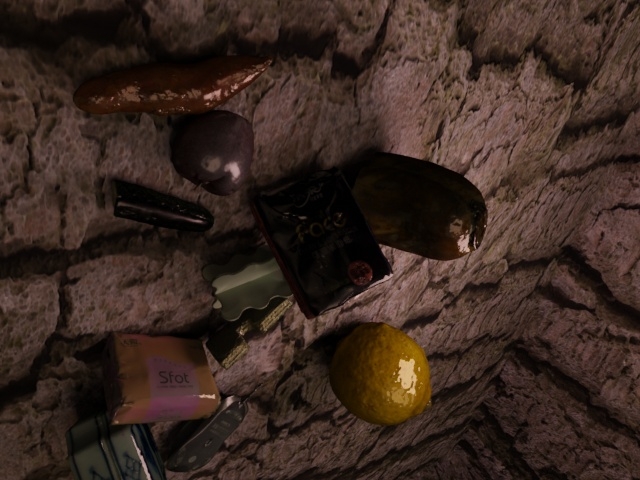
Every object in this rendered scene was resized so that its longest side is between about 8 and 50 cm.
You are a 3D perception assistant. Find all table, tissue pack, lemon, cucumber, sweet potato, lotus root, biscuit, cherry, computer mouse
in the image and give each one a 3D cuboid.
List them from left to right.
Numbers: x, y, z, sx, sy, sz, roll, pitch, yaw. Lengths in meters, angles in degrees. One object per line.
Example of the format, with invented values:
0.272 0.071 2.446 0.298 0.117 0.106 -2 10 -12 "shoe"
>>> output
-0.398 0.341 1.096 0.257 0.215 0.123 16 121 -43 "tissue pack"
-0.328 -0.061 0.941 0.241 0.074 0.074 17 110 -46 "cucumber"
-0.259 -0.278 0.815 0.355 0.095 0.106 -20 177 -23 "sweet potato"
-0.215 -0.179 0.893 0.176 0.140 0.176 -23 120 -47 "cherry"
-0.336 0.578 1.415 0.379 0.090 0.167 -41 138 -13 "computer mouse"
-0.196 0.231 1.205 0.250 0.147 0.046 -42 115 -15 "biscuit"
-0.181 0.102 1.117 0.198 0.166 0.166 -21 132 -24 "table"
0.000 0.000 1.067 0.245 0.332 0.123 -23 169 -24 "tissue pack"
0.214 0.467 1.551 0.350 0.387 0.349 -46 160 -22 "lemon"
0.257 -0.083 1.158 0.250 0.346 0.250 -42 144 -41 "lotus root"

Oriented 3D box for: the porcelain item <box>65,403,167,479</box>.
-0.488 0.544 1.091 0.157 0.281 0.286 -20 175 -20 "porcelain item"
